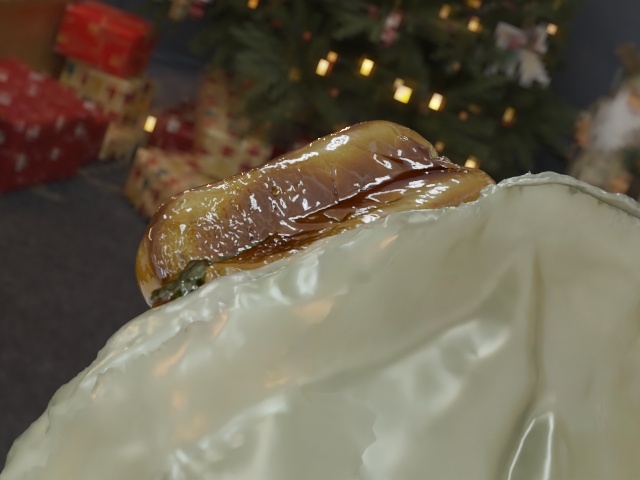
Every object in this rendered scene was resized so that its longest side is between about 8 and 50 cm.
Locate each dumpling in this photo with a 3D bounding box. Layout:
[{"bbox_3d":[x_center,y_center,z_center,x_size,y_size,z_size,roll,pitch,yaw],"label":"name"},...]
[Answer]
[{"bbox_3d":[0.047,0.122,0.677,0.395,0.316,0.233,15,23,-38],"label":"dumpling"}]

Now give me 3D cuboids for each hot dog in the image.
[{"bbox_3d":[0.000,0.000,0.859,0.100,0.068,0.249,31,30,24],"label":"hot dog"}]
